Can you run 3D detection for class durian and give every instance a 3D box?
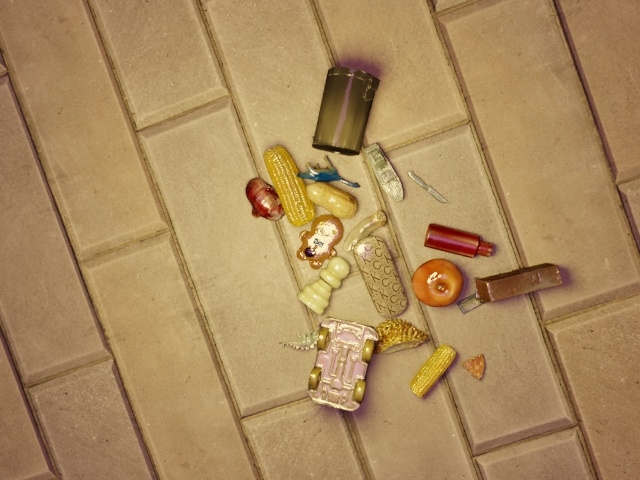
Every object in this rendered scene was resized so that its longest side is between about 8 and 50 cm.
[{"bbox_3d":[0.315,0.401,1.852,0.252,0.144,0.139,-16,129,-2],"label":"durian"}]

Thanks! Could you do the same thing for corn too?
[{"bbox_3d":[-0.125,-0.223,1.826,0.131,0.131,0.344,-23,90,5],"label":"corn"},{"bbox_3d":[0.459,0.533,1.842,0.081,0.081,0.248,38,95,2],"label":"corn"}]

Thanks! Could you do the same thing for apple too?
[{"bbox_3d":[0.467,0.169,1.784,0.201,0.162,0.201,0,92,2],"label":"apple"}]

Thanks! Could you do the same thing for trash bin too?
[{"bbox_3d":[0.094,-0.496,1.760,0.252,0.203,0.301,18,96,43],"label":"trash bin"}]

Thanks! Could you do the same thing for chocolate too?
[{"bbox_3d":[0.781,0.172,1.777,0.322,0.112,0.111,-13,89,0],"label":"chocolate"}]

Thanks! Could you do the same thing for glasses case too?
[{"bbox_3d":[0.244,0.148,1.816,0.137,0.085,0.354,-24,104,-3],"label":"glasses case"}]

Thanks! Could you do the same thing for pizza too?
[{"bbox_3d":[0.643,0.511,1.857,0.100,0.029,0.099,37,87,-1],"label":"pizza"}]

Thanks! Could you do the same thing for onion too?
[{"bbox_3d":[-0.240,-0.161,1.854,0.206,0.098,0.151,41,93,1],"label":"onion"}]

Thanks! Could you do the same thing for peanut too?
[{"bbox_3d":[0.047,-0.163,1.797,0.237,0.110,0.120,25,58,-25],"label":"peanut"}]

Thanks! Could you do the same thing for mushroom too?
[{"bbox_3d":[0.181,-0.034,1.840,0.092,0.081,0.223,41,93,20],"label":"mushroom"}]

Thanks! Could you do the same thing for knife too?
[{"bbox_3d":[0.441,-0.215,1.843,0.210,0.015,0.028,40,89,1],"label":"knife"}]

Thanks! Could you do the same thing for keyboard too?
[{"bbox_3d":[0.653,0.240,1.849,0.176,0.014,0.055,-29,93,5],"label":"keyboard"}]

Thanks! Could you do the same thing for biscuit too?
[{"bbox_3d":[0.000,0.000,1.876,0.180,0.039,0.236,31,93,3],"label":"biscuit"}]

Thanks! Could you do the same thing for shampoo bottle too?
[{"bbox_3d":[0.559,0.008,1.820,0.261,0.064,0.102,15,90,3],"label":"shampoo bottle"}]

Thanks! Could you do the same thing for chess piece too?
[{"bbox_3d":[0.026,0.174,1.846,0.133,0.133,0.243,38,88,2],"label":"chess piece"}]

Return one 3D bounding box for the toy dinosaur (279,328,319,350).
[{"bbox_3d":[-0.075,0.427,1.897,0.209,0.039,0.082,-9,93,5],"label":"toy dinosaur"}]

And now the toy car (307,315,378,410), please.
[{"bbox_3d":[0.091,0.491,1.819,0.242,0.226,0.335,11,82,9],"label":"toy car"}]

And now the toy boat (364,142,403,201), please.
[{"bbox_3d":[0.262,-0.272,1.818,0.078,0.085,0.260,-29,90,4],"label":"toy boat"}]

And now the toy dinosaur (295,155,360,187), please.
[{"bbox_3d":[0.024,-0.246,1.808,0.188,0.248,0.075,48,135,18],"label":"toy dinosaur"}]
